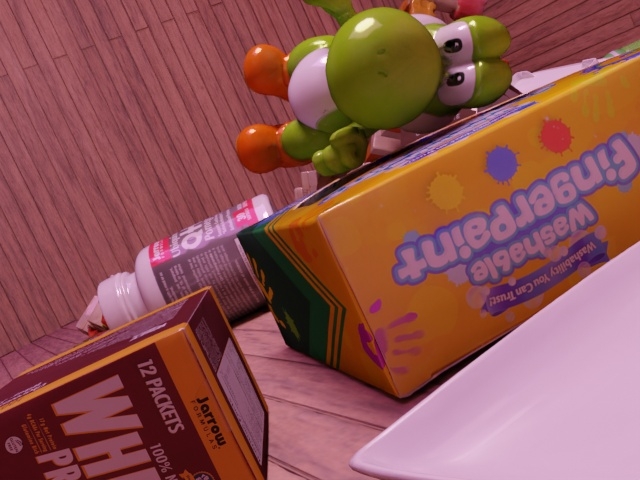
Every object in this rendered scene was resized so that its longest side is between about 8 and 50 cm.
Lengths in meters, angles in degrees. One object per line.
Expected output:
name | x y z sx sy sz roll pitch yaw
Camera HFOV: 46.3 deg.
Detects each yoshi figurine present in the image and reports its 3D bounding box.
yoshi figurine | 0.021 -0.168 0.792 0.362 0.204 0.203 -2 41 52

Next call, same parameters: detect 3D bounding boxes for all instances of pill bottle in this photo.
pill bottle | -0.197 0.063 1.252 0.318 0.176 0.176 -25 6 0

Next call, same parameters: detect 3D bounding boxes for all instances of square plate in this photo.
square plate | 0.232 0.041 0.331 0.344 0.049 0.347 -28 7 -29

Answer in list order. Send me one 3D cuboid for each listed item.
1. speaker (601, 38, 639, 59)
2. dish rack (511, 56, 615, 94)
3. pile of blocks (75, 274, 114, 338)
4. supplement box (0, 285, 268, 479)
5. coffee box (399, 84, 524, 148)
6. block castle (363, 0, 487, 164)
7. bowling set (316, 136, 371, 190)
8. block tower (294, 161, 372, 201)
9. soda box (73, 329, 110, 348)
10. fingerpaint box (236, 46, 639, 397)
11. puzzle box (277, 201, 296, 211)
speaker | 0.846 -0.457 1.835 0.296 0.131 0.131 -24 6 7
dish rack | 0.383 -0.225 1.362 0.285 0.072 0.333 -47 18 -9
pile of blocks | -0.428 0.181 1.588 0.113 0.148 0.362 -63 15 -23
supplement box | -0.153 0.145 0.583 0.191 0.129 0.194 -25 6 -1
coffee box | 0.249 -0.155 1.116 0.246 0.098 0.141 22 -29 -39
block castle | 0.235 -0.333 1.693 0.212 0.303 0.453 10 -23 -11
bowling set | 0.070 -0.014 1.048 0.287 0.199 0.154 106 -171 -62
block tower | 0.118 -0.103 1.392 0.335 0.091 0.097 -6 5 24
soda box | -0.389 0.198 1.415 0.181 0.058 0.061 -19 8 42
fingerpaint box | 0.166 -0.043 0.773 0.444 0.163 0.371 -27 6 -14
puzzle box | -0.200 0.008 1.761 0.408 0.052 0.272 -25 5 24
